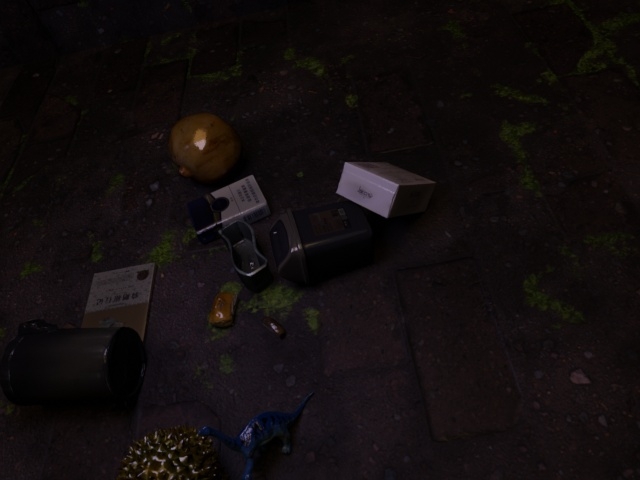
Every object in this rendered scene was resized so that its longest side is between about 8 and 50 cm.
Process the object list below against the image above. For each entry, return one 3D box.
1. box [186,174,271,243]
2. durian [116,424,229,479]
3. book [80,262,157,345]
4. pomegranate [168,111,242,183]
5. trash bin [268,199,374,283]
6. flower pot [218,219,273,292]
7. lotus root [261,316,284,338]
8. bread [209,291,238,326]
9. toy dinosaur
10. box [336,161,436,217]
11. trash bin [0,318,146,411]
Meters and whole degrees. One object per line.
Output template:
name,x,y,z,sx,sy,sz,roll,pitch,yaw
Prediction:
box,-0.317,-0.108,1.650,0.259,0.071,0.168,-25,52,-8
durian,-0.323,0.552,1.043,0.258,0.258,0.293,-30,63,-11
book,-0.634,0.214,1.503,0.216,0.021,0.311,-10,51,4
pomegranate,-0.417,-0.328,1.728,0.264,0.264,0.264,-6,52,8
trash bin,0.000,0.000,1.432,0.290,0.182,0.210,-14,46,-6
flower pot,-0.225,0.047,1.487,0.103,0.108,0.229,-25,53,-8
lotus root,-0.132,0.240,1.361,0.083,0.037,0.030,31,61,31
bread,-0.286,0.203,1.415,0.072,0.053,0.106,0,48,8
toy dinosaur,-0.141,0.464,1.132,0.329,0.145,0.076,-2,4,-41
box,0.203,-0.161,1.467,0.194,0.111,0.260,30,22,31
trash bin,-0.655,0.333,1.296,0.301,0.203,0.252,-4,92,8
